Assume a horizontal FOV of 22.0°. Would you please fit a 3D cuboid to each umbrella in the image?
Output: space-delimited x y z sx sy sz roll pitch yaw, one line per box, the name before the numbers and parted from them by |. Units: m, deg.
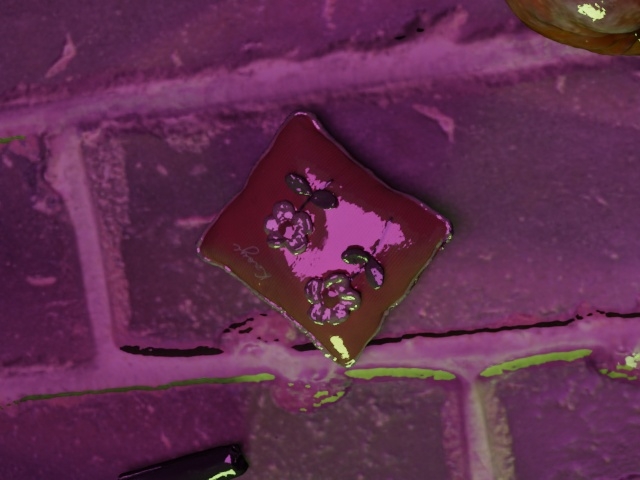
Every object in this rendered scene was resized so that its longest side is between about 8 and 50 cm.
umbrella | -0.129 0.218 1.519 0.133 0.031 0.036 -16 94 18

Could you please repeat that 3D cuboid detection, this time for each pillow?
pillow | 0.000 0.000 1.419 0.179 0.075 0.171 38 108 6

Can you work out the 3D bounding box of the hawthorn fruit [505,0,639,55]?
hawthorn fruit | 0.229 -0.255 1.221 0.231 0.235 0.263 -36 104 -5
